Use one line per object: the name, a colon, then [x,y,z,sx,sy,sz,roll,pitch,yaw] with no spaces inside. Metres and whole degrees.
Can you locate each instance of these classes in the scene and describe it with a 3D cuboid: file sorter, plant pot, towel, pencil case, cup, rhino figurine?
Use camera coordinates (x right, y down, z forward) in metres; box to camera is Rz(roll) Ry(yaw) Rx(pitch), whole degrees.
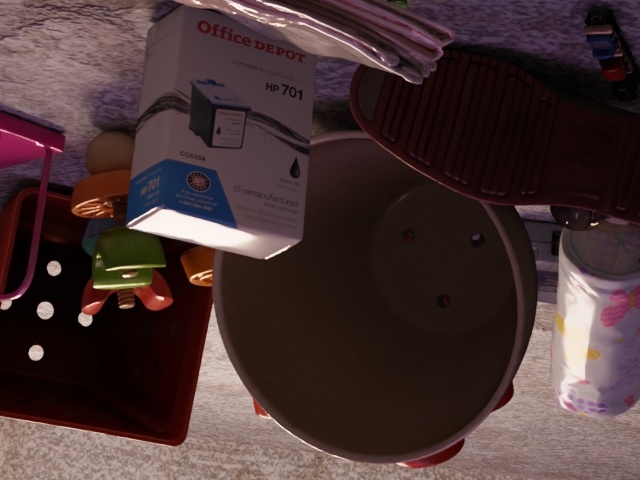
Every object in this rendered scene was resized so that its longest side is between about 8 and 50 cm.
file sorter: [-0.452,-0.051,1.950,0.290,0.182,0.202,20,160,-41]
plant pot: [-0.305,0.093,2.310,0.267,0.267,0.235,13,174,-25]
towel: [-0.109,-0.194,1.285,0.317,0.053,0.332,19,-175,-25]
pencil case: [0.319,0.079,2.089,0.113,0.124,0.273,34,147,28]
cup: [0.090,0.038,1.919,0.331,0.331,0.237,-2,-171,26]
rhino figurine: [0.343,-0.045,1.888,0.243,0.073,0.106,3,160,4]

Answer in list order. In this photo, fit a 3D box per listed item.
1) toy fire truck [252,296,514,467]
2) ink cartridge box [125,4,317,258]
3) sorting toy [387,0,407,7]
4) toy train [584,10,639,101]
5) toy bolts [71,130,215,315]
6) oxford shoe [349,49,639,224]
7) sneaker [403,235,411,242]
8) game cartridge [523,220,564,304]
toy fire truck: [0.089,0.147,2.356,0.253,0.169,0.302,6,-152,36]
ink cartridge box: [-0.085,-0.094,1.645,0.139,0.191,0.082,13,161,-26]
sorting toy: [-0.045,-0.244,1.219,0.127,0.126,0.365,-9,158,43]
toy train: [0.249,-0.154,1.595,0.027,0.036,0.158,0,163,20]
toy bolts: [-0.178,-0.023,2.034,0.218,0.159,0.228,-2,165,-22]
oxford shoe: [0.189,-0.089,1.708,0.348,0.123,0.130,19,-174,-6]
sneaker: [0.000,0.000,2.116,0.261,0.104,0.125,18,163,-36]
game cartridge: [0.345,0.038,2.220,0.294,0.060,0.196,7,161,-3]
